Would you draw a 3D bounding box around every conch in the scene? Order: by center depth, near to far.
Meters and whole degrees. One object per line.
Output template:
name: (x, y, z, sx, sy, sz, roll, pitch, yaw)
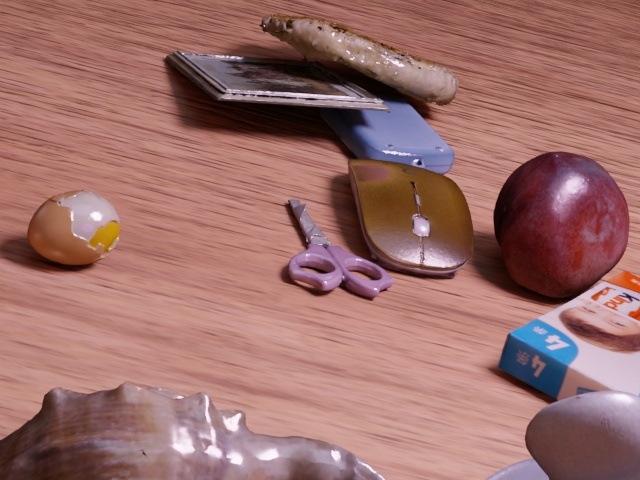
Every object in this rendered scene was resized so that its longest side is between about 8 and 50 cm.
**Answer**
conch: (-0.064, 0.247, 0.965, 0.297, 0.210, 0.352, -2, 70, 0)

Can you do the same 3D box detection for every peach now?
peach: (0.246, -0.025, 1.776, 0.152, 0.152, 0.152, 12, 24, -6)

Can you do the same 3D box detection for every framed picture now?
framed picture: (-0.058, -0.196, 2.046, 0.217, 0.017, 0.274, 1, 16, -21)

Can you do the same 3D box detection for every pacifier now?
pacifier: (0.210, 0.188, 1.181, 0.279, 0.207, 0.227, -10, 29, 9)

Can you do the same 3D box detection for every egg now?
egg: (-0.231, -0.011, 1.565, 0.083, 0.071, 0.071, -12, 35, -39)

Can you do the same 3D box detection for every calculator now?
calculator: (0.079, -0.130, 2.031, 0.121, 0.039, 0.210, 0, 28, -24)

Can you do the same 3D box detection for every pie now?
pie: (0.050, -0.237, 2.156, 0.274, 0.055, 0.274, 21, 8, -3)

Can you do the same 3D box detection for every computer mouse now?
computer mouse: (0.094, -0.037, 1.825, 0.126, 0.056, 0.245, 10, 26, -9)

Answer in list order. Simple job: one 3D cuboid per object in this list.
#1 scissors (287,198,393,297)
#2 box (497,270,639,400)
scissors: (0.000, 0.001, 1.730, 0.110, 0.021, 0.212, 7, 26, -21)
box: (0.348, 0.131, 1.613, 0.273, 0.048, 0.265, 28, 27, 26)
